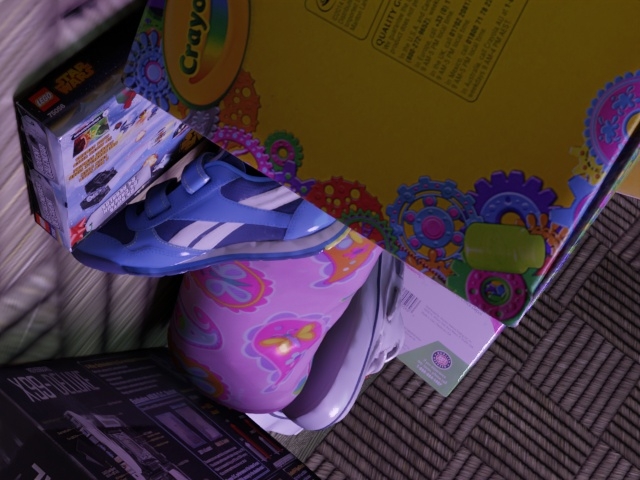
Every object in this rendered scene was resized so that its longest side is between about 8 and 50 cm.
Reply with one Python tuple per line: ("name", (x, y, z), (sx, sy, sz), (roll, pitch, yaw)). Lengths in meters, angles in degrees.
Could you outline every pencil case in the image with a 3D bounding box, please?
("pencil case", (-0.028, 0.008, 0.667), (0.124, 0.124, 0.284), (-44, 167, -34))

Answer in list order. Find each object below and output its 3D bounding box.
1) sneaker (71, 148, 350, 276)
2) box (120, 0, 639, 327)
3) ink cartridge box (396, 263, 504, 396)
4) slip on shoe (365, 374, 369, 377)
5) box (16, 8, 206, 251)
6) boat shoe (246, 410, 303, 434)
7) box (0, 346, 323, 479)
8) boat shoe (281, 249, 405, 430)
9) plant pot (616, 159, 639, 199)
("sneaker", (-0.059, -0.019, 0.505), (0.053, 0.144, 0.059), (-95, 175, -64))
("box", (0.107, -0.165, 0.404), (0.279, 0.177, 0.290), (-30, 150, -61))
("ink cartridge box", (0.243, 0.052, 1.641), (0.353, 0.207, 0.119), (-53, 167, 14))
("slip on shoe", (0.026, 0.173, 1.443), (0.123, 0.101, 0.331), (-47, 170, -30))
("box", (-0.075, -0.066, 0.456), (0.137, 0.027, 0.094), (-45, 166, -29))
("boat shoe", (-0.028, 0.128, 1.021), (0.102, 0.108, 0.301), (-35, 166, 3))
("box", (-0.084, 0.177, 0.648), (0.076, 0.242, 0.307), (-52, 170, 4))
("boat shoe", (0.031, 0.075, 0.882), (0.096, 0.088, 0.267), (-37, -158, 26))
("plant pot", (0.319, -0.185, 1.172), (0.212, 0.212, 0.187), (-49, 156, -67))
